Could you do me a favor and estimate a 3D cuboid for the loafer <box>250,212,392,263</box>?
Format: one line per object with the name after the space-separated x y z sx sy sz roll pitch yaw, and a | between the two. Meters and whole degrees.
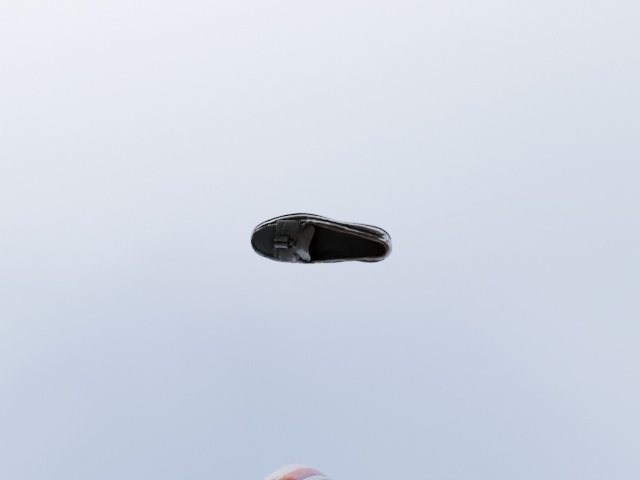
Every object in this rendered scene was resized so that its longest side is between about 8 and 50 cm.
0.000 0.000 0.968 0.267 0.084 0.096 2 -83 1 | loafer

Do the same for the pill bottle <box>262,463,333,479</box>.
0.040 0.437 0.680 0.322 0.182 0.182 11 -125 45 | pill bottle
